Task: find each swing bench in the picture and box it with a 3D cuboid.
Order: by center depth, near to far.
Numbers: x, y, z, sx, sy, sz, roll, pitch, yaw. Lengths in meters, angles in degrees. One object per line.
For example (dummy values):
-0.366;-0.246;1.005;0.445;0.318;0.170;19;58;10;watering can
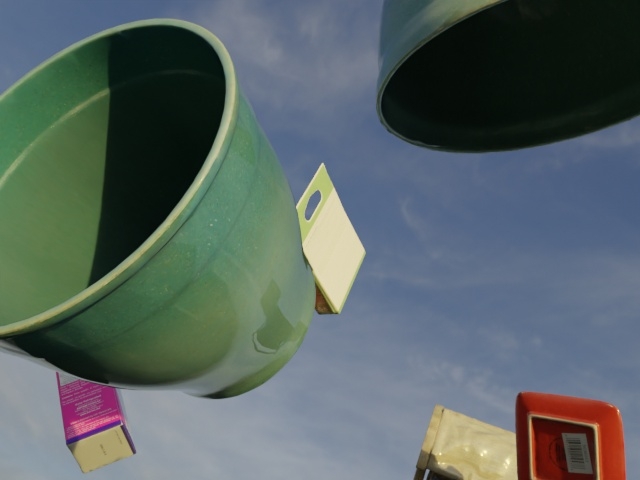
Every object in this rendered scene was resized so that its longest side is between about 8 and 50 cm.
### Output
0.312;0.501;1.195;0.253;0.165;0.254;16;-75;16;swing bench

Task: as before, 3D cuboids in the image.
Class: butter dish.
0.387;0.306;0.898;0.118;0.160;0.160;2;-4;-43;butter dish

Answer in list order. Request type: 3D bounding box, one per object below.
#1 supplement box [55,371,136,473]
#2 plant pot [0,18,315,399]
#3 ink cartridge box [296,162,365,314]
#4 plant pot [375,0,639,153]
-0.473;0.348;1.259;0.114;0.220;0.111;-18;-48;-16;supplement box
-0.131;0.006;0.509;0.272;0.271;0.255;1;-31;27;plant pot
0.000;0.000;1.125;0.056;0.171;0.235;-5;-49;33;ink cartridge box
0.185;-0.225;0.537;0.293;0.196;0.293;-5;-14;-1;plant pot
